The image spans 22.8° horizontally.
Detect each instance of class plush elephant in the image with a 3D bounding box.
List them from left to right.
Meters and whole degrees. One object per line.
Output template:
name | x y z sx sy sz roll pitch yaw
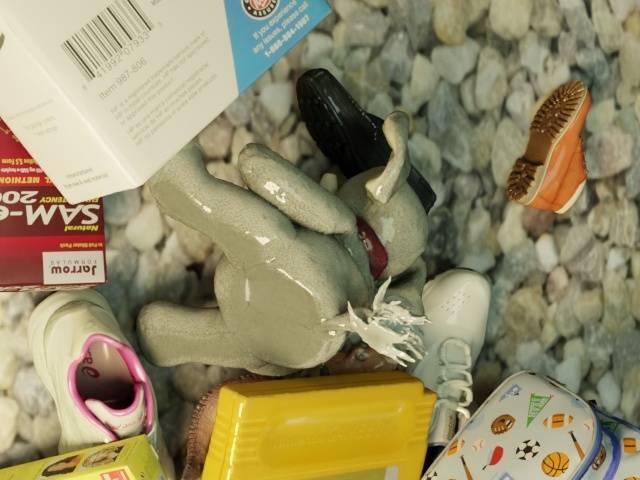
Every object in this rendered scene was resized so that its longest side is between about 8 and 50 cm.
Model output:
plush elephant | 0.000 0.000 1.640 0.255 0.330 0.272 -48 147 -50

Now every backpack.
backpack | 0.258 0.282 1.691 0.276 0.263 0.213 -52 131 -10

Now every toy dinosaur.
toy dinosaur | -0.054 0.186 1.700 0.295 0.127 0.200 -4 101 -40

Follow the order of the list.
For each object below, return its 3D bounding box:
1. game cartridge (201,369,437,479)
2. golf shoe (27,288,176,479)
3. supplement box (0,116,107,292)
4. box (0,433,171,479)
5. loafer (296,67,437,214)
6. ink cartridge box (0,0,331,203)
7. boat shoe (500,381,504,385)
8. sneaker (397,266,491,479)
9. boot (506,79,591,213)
game cartridge | -0.014 0.296 1.638 0.285 0.052 0.324 -1 109 -43
golf shoe | -0.215 0.202 1.649 0.115 0.140 0.306 -27 111 -18
supplement box | -0.286 -0.071 1.554 0.130 0.073 0.239 -2 85 -29
box | -0.264 0.266 1.608 0.232 0.058 0.087 -15 113 23
loafer | 0.052 -0.105 1.743 0.078 0.076 0.223 -46 116 -20
ink cartridge box | -0.226 -0.277 1.475 0.285 0.166 0.395 -45 108 -27
boat shoe | 0.214 0.317 1.882 0.098 0.109 0.302 17 88 -20
sneaker | 0.134 0.176 1.802 0.111 0.129 0.297 19 91 -24
boot | 0.285 -0.107 1.855 0.084 0.059 0.158 20 100 -29
